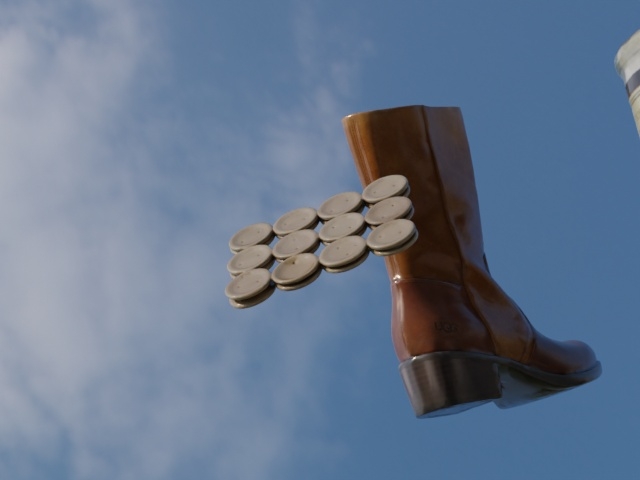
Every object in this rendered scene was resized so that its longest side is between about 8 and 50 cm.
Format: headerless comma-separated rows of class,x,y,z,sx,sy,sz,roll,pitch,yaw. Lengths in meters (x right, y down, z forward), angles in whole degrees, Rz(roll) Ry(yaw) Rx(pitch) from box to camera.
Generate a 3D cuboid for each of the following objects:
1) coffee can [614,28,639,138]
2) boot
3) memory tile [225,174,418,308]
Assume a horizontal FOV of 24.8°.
coffee can,0.245,0.032,0.550,0.201,0.201,0.275,-14,-97,-8
boot,0.140,0.015,1.342,0.264,0.096,0.280,-2,-108,-40
memory tile,0.000,0.000,1.079,0.148,0.113,0.012,-19,-63,7
